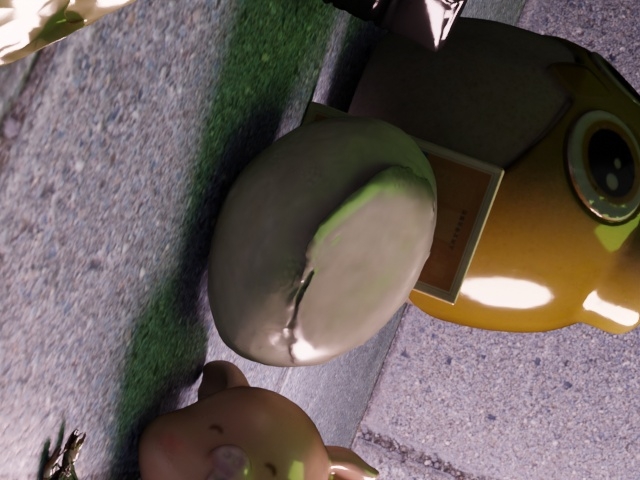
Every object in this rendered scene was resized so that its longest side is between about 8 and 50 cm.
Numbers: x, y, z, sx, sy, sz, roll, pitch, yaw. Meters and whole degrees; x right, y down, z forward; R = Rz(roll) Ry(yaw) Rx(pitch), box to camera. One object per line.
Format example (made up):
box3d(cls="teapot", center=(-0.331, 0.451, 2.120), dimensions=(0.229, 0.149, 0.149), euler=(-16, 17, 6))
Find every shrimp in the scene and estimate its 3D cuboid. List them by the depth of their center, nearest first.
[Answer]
box3d(cls="shrimp", center=(-0.224, 0.207, 0.910), dimensions=(0.038, 0.029, 0.092), euler=(-20, 124, -62))

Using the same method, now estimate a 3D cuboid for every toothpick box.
box3d(cls="toothpick box", center=(0.245, -0.084, 1.406), dimensions=(0.409, 0.425, 0.408), euler=(19, 90, -84))

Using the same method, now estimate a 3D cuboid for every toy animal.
box3d(cls="toy animal", center=(-0.104, 0.301, 1.159), dimensions=(0.269, 0.237, 0.326), euler=(-52, 165, -25))

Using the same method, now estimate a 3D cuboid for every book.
box3d(cls="book", center=(0.072, -0.045, 1.230), dimensions=(0.018, 0.242, 0.170), euler=(-3, 113, -79))

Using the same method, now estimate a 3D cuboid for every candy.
box3d(cls="candy", center=(0.000, 0.000, 1.116), dimensions=(0.295, 0.185, 0.295), euler=(-30, 140, -30))

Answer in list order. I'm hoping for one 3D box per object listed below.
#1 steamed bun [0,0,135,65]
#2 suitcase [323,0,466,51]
box3d(cls="steamed bun", center=(-0.097, -0.205, 0.298), dimensions=(0.372, 0.230, 0.325), euler=(-16, 159, -39))
box3d(cls="suitcase", center=(0.140, -0.386, 1.001), dimensions=(0.345, 0.188, 0.339), euler=(115, 1, -53))
